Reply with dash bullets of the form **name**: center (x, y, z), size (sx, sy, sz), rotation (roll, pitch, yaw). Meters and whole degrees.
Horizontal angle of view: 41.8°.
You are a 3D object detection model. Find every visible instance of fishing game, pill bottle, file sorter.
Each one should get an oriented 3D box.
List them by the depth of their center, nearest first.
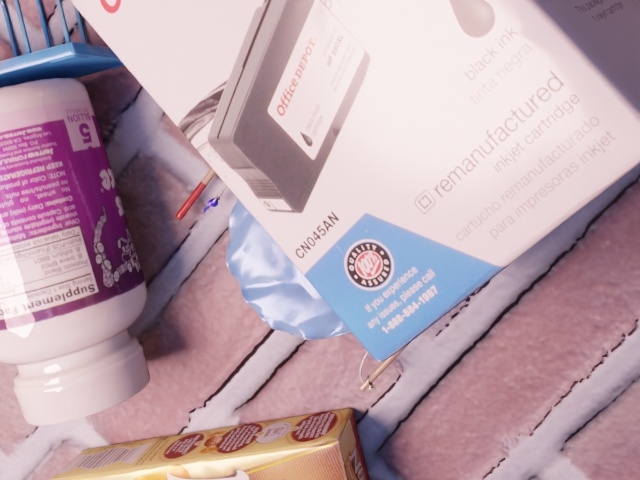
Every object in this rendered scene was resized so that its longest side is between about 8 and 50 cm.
- **file sorter**: center (-0.285, -0.200, 0.784), size (0.170, 0.118, 0.105), rotation (-11, 95, 15)
- **pill bottle**: center (-0.263, 0.011, 0.796), size (0.169, 0.169, 0.302), rotation (-12, 99, 15)
- **fishing game**: center (0.000, 0.000, 0.802), size (0.264, 0.041, 0.189), rotation (39, 99, 8)

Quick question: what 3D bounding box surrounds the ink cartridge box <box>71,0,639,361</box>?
- **ink cartridge box**: center (0.032, -0.154, 0.630), size (0.395, 0.166, 0.285), rotation (49, 131, 6)

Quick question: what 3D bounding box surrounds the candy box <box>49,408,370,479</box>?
- **candy box**: center (-0.102, 0.293, 0.860), size (0.316, 0.087, 0.183), rotation (-12, 99, 15)
